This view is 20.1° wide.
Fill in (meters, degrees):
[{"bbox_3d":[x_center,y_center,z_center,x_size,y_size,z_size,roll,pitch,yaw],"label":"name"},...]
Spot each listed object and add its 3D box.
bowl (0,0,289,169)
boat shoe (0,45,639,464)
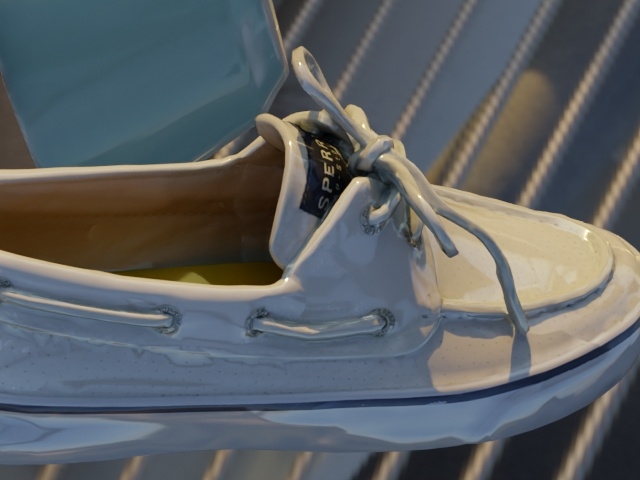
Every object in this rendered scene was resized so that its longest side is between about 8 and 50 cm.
[{"bbox_3d":[-0.120,-0.172,1.187,0.163,0.311,0.311,-15,100,0],"label":"bowl"},{"bbox_3d":[-0.004,-0.005,0.795,0.367,0.136,0.156,-2,126,-19],"label":"boat shoe"}]
